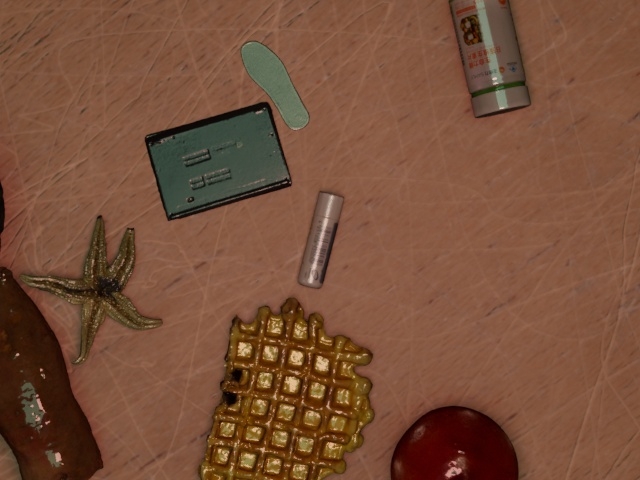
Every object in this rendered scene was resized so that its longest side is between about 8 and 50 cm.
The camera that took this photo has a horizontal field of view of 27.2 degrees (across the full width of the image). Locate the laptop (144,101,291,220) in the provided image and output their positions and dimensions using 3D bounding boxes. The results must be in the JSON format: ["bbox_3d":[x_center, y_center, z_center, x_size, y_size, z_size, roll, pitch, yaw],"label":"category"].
[{"bbox_3d":[-0.151,-0.118,1.953,0.197,0.016,0.135,-17,89,0],"label":"laptop"}]

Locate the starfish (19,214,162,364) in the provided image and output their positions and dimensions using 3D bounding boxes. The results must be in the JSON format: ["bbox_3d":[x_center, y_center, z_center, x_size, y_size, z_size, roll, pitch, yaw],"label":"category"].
[{"bbox_3d":[-0.331,0.074,1.934,0.216,0.050,0.224,19,71,-17],"label":"starfish"}]

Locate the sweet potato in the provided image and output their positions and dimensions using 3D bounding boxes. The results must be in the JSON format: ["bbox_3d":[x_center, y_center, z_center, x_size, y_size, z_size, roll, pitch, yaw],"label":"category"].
[{"bbox_3d":[-0.423,0.203,1.900,0.131,0.131,0.337,-22,90,1],"label":"sweet potato"}]

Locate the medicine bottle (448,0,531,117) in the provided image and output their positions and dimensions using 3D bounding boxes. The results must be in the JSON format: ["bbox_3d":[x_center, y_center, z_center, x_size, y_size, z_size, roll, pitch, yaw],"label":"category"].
[{"bbox_3d":[0.245,-0.276,1.915,0.086,0.086,0.184,-13,89,1],"label":"medicine bottle"}]

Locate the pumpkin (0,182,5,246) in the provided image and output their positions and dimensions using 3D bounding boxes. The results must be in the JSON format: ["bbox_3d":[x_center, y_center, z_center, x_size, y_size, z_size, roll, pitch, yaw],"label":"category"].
[{"bbox_3d":[-0.597,-0.037,1.845,0.323,0.241,0.323,0,90,3],"label":"pumpkin"}]

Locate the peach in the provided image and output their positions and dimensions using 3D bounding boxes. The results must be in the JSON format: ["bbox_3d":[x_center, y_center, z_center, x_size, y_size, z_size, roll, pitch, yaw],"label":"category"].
[{"bbox_3d":[0.190,0.323,1.861,0.197,0.197,0.197,0,90,1],"label":"peach"}]

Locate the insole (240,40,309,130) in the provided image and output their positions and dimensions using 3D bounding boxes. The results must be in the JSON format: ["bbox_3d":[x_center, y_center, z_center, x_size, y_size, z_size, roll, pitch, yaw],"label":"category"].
[{"bbox_3d":[-0.067,-0.231,1.959,0.053,0.002,0.153,-31,90,0],"label":"insole"}]

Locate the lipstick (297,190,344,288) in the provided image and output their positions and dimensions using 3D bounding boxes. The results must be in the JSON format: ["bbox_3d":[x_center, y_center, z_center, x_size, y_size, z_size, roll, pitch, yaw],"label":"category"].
[{"bbox_3d":[0.000,0.000,1.940,0.040,0.040,0.141,13,90,1],"label":"lipstick"}]

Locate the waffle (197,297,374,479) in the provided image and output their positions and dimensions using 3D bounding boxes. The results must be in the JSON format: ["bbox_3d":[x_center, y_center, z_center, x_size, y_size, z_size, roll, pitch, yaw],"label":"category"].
[{"bbox_3d":[-0.062,0.237,1.930,0.309,0.065,0.283,-34,92,-3],"label":"waffle"}]
